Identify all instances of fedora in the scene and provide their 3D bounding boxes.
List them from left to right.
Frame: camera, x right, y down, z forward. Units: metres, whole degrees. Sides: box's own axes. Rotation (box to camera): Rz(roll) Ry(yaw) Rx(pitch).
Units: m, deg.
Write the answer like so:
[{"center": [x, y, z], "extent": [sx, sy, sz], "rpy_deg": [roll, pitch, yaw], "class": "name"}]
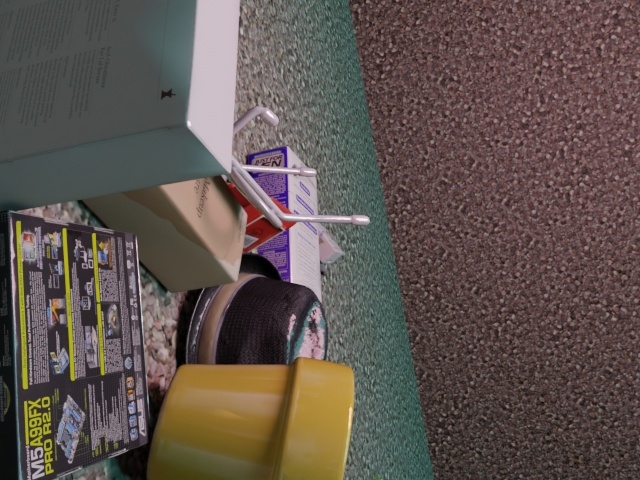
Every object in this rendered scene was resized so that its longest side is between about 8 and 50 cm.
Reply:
[{"center": [-0.086, 0.182, 1.036], "extent": [0.334, 0.152, 0.334], "rpy_deg": [12, 76, -61], "class": "fedora"}]

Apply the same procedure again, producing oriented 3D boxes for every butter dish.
[{"center": [-0.147, -0.054, 1.110], "extent": [0.118, 0.160, 0.160], "rpy_deg": [63, 10, 22], "class": "butter dish"}]

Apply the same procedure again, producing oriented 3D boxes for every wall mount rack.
[{"center": [-0.083, -0.126, 0.990], "extent": [0.304, 0.130, 0.350], "rpy_deg": [48, 0, -42], "class": "wall mount rack"}]

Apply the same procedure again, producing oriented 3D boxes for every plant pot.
[{"center": [-0.096, 0.273, 0.822], "extent": [0.254, 0.239, 0.254], "rpy_deg": [-167, -90, -89], "class": "plant pot"}]

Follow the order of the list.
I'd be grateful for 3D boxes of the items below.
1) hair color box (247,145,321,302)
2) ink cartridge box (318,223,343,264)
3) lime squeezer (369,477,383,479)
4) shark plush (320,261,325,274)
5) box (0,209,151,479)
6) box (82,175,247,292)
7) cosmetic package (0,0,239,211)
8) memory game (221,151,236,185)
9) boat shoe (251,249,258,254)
[{"center": [-0.079, -0.016, 1.341], "extent": [0.185, 0.110, 0.339], "rpy_deg": [42, 44, -63], "class": "hair color box"}, {"center": [0.000, 0.000, 1.600], "extent": [0.122, 0.052, 0.088], "rpy_deg": [55, 11, 14], "class": "ink cartridge box"}, {"center": [-0.005, 0.583, 1.308], "extent": [0.310, 0.110, 0.059], "rpy_deg": [-10, 110, -44], "class": "lime squeezer"}, {"center": [-0.024, 0.049, 1.590], "extent": [0.067, 0.073, 0.161], "rpy_deg": [40, 38, -19], "class": "shark plush"}, {"center": [-0.284, 0.115, 0.673], "extent": [0.216, 0.060, 0.270], "rpy_deg": [16, 66, -71], "class": "box"}, {"center": [-0.226, -0.070, 0.848], "extent": [0.311, 0.121, 0.148], "rpy_deg": [61, 25, -49], "class": "box"}, {"center": [-0.231, -0.228, 0.630], "extent": [0.097, 0.284, 0.377], "rpy_deg": [50, 36, -60], "class": "cosmetic package"}, {"center": [-0.204, -0.156, 1.160], "extent": [0.186, 0.012, 0.186], "rpy_deg": [-8, 90, -73], "class": "memory game"}, {"center": [-0.136, 0.081, 1.195], "extent": [0.048, 0.056, 0.153], "rpy_deg": [15, 60, -67], "class": "boat shoe"}]
